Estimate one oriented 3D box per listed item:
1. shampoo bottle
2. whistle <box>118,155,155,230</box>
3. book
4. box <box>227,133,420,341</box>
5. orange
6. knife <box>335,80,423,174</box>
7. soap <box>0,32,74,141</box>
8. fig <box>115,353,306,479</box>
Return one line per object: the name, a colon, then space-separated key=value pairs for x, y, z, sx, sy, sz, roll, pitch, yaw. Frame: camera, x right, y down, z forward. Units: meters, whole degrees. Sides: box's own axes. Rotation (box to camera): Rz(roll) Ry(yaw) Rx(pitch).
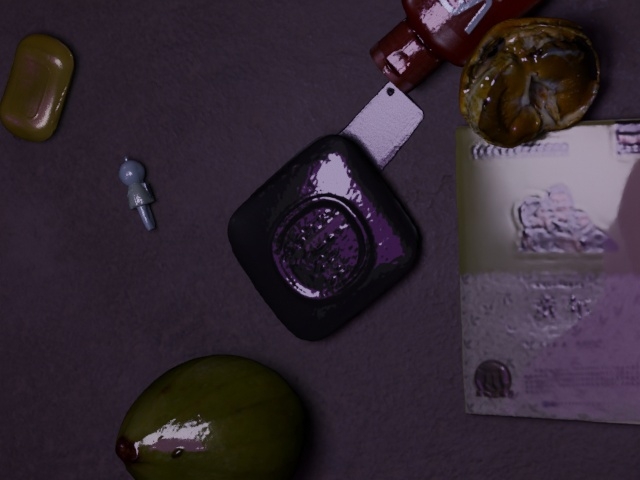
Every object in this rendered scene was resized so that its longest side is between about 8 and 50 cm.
shampoo bottle: x=0.191 y=-0.293 z=1.626 sx=0.314 sy=0.076 sz=0.118 roll=-40 pitch=101 yaw=19
whistle: x=-0.232 y=-0.061 z=1.833 sx=0.035 sy=0.035 sz=0.100 roll=-20 pitch=90 yaw=21
book: x=0.275 y=0.039 z=1.656 sx=0.239 sy=0.035 sz=0.352 roll=-1 pitch=96 yaw=22
box: x=0.000 y=0.000 z=1.738 sx=0.212 sy=0.042 sz=0.201 roll=-38 pitch=91 yaw=18
orange: x=0.224 y=-0.184 z=1.599 sx=0.170 sy=0.112 sz=0.160 roll=21 pitch=114 yaw=-27
knife: x=0.025 y=-0.086 z=1.745 sx=0.245 sy=0.019 sz=0.072 roll=-44 pitch=85 yaw=18
soap: x=-0.367 y=-0.198 z=1.863 sx=0.089 sy=0.045 sz=0.140 roll=25 pitch=105 yaw=19
fig: x=-0.138 y=0.243 z=1.735 sx=0.203 sy=0.225 sz=0.203 roll=7 pitch=101 yaw=44
